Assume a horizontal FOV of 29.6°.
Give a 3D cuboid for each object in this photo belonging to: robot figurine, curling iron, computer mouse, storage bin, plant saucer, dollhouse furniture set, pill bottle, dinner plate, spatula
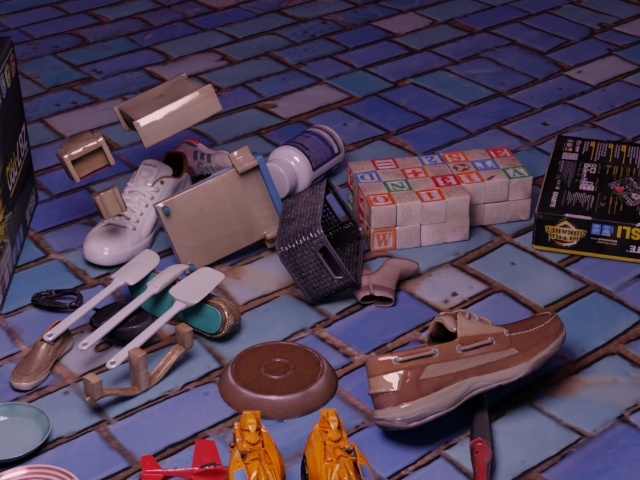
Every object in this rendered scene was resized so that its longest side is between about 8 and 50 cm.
[{"bbox_3d":[-0.019,0.314,1.411,0.211,0.085,0.291,-1,30,-12],"label":"robot figurine"},{"bbox_3d":[0.191,0.271,1.536,0.068,0.035,0.274,6,31,12],"label":"curling iron"},{"bbox_3d":[-0.343,0.116,1.825,0.242,0.041,0.071,13,34,35],"label":"computer mouse"},{"bbox_3d":[0.000,0.000,1.902,0.084,0.122,0.180,-25,25,18],"label":"storage bin"},{"bbox_3d":[-0.060,0.188,1.694,0.169,0.029,0.168,0,29,0],"label":"plant saucer"},{"bbox_3d":[-0.242,-0.082,1.991,0.286,0.303,0.198,-28,19,-11],"label":"dollhouse furniture set"},{"bbox_3d":[-0.038,-0.139,2.195,0.094,0.094,0.169,18,34,29],"label":"pill bottle"},{"bbox_3d":[-0.358,0.324,1.474,0.141,0.017,0.141,0,29,0],"label":"dinner plate"},{"bbox_3d":[-0.412,0.256,1.588,0.119,0.021,0.119,-1,31,0],"label":"plant saucer"},{"bbox_3d":[-0.270,0.094,1.760,0.168,0.019,0.242,20,42,29],"label":"spatula"}]

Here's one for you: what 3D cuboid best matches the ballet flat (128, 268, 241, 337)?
[{"bbox_3d":[-0.203,0.097,1.834,0.206,0.073,0.067,25,11,33],"label":"ballet flat"}]

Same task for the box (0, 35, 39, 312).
[{"bbox_3d":[-0.546,-0.112,1.936,0.097,0.318,0.395,-1,29,-2],"label":"box"}]

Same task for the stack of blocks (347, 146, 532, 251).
[{"bbox_3d":[0.209,-0.075,2.085,0.297,0.087,0.171,-7,31,-11],"label":"stack of blocks"}]

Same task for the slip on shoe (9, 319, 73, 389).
[{"bbox_3d":[-0.399,0.163,1.730,0.051,0.041,0.135,12,32,21],"label":"slip on shoe"}]

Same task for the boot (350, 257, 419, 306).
[{"bbox_3d":[0.104,0.069,1.893,0.119,0.042,0.087,-5,36,-6],"label":"boot"}]

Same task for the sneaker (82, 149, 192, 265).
[{"bbox_3d":[-0.313,-0.066,2.048,0.106,0.123,0.290,13,34,19],"label":"sneaker"}]

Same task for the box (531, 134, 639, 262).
[{"bbox_3d":[0.513,-0.075,2.093,0.257,0.079,0.322,9,31,13],"label":"box"}]

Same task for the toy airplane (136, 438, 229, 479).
[{"bbox_3d":[-0.165,0.291,1.515,0.151,0.028,0.151,0,31,0],"label":"toy airplane"}]

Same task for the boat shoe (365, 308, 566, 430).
[{"bbox_3d":[0.198,0.148,1.631,0.324,0.116,0.123,-21,-1,-32],"label":"boat shoe"}]

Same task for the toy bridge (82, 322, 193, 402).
[{"bbox_3d":[-0.251,0.180,1.675,0.026,0.063,0.188,23,36,35],"label":"toy bridge"}]

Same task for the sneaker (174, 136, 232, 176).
[{"bbox_3d":[-0.217,-0.137,2.248,0.161,0.057,0.075,24,55,34],"label":"sneaker"}]
